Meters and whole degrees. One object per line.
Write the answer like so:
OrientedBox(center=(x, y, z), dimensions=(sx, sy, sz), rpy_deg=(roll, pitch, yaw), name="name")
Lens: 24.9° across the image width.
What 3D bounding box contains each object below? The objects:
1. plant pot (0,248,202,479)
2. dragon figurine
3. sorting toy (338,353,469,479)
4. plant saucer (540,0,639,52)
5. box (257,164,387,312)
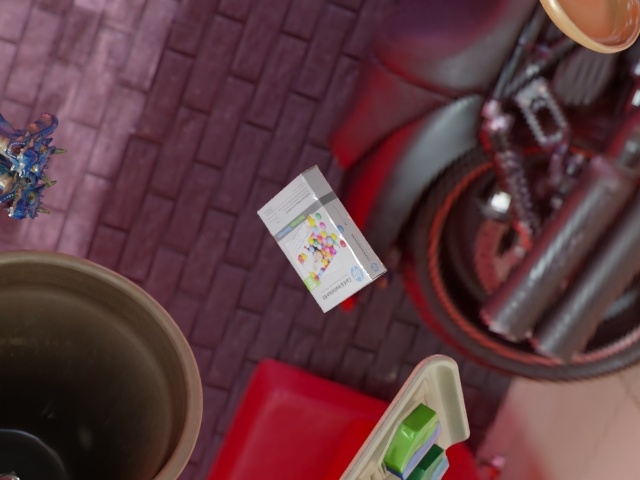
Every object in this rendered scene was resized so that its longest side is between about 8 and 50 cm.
OrientedBox(center=(-0.259, 0.175, 1.262), dimensions=(0.229, 0.263, 0.263), rpy_deg=(123, 159, -50), name="plant pot")
OrientedBox(center=(-0.291, -0.090, 1.293), dimensions=(0.085, 0.144, 0.289), rpy_deg=(-61, 11, 7), name="dragon figurine")
OrientedBox(center=(0.052, 0.207, 1.174), dimensions=(0.208, 0.038, 0.193), rpy_deg=(-49, -24, -16), name="sorting toy")
OrientedBox(center=(0.330, -0.326, 1.829), dimensions=(0.037, 0.200, 0.200), rpy_deg=(-25, 46, 45), name="plant saucer")
OrientedBox(center=(0.000, 0.000, 2.145), dimensions=(0.038, 0.186, 0.145), rpy_deg=(-33, -3, -37), name="box")
